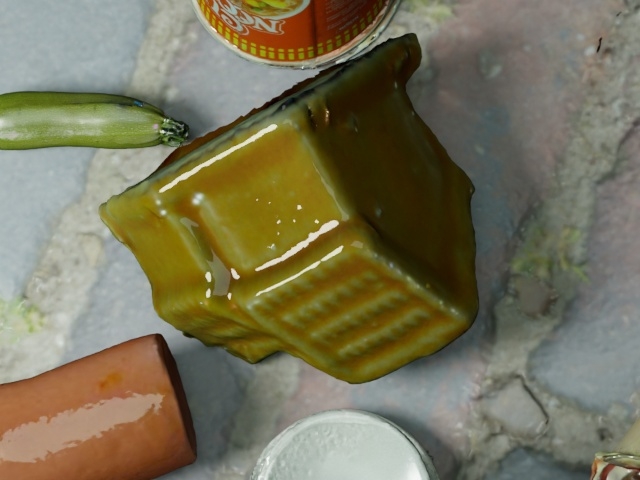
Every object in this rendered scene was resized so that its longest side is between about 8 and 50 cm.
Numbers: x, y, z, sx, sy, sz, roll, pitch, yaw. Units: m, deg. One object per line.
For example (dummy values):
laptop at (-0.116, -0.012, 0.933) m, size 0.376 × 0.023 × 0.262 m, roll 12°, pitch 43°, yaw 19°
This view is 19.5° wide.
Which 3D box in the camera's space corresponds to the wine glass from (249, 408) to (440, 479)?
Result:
wine glass at (0.021, 0.201, 1.410) m, size 0.165 × 0.196 × 0.165 m, roll 0°, pitch 80°, yaw -2°

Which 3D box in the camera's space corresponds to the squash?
squash at (-0.199, -0.097, 1.535) m, size 0.183 × 0.052 × 0.052 m, roll 2°, pitch 80°, yaw 2°

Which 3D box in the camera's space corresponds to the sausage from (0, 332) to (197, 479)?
sausage at (-0.230, 0.162, 1.463) m, size 0.259 × 0.113 × 0.113 m, roll -19°, pitch 81°, yaw -3°

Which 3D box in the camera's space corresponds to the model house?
model house at (-0.006, 0.003, 1.478) m, size 0.268 × 0.173 × 0.239 m, roll -28°, pitch 94°, yaw 27°

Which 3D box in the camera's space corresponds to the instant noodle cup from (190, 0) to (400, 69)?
instant noodle cup at (-0.021, -0.251, 1.477) m, size 0.193 × 0.212 × 0.193 m, roll 0°, pitch 80°, yaw 0°

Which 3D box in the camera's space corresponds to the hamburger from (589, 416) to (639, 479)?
hamburger at (0.331, 0.231, 1.361) m, size 0.302 × 0.302 × 0.170 m, roll 26°, pitch 73°, yaw 5°
